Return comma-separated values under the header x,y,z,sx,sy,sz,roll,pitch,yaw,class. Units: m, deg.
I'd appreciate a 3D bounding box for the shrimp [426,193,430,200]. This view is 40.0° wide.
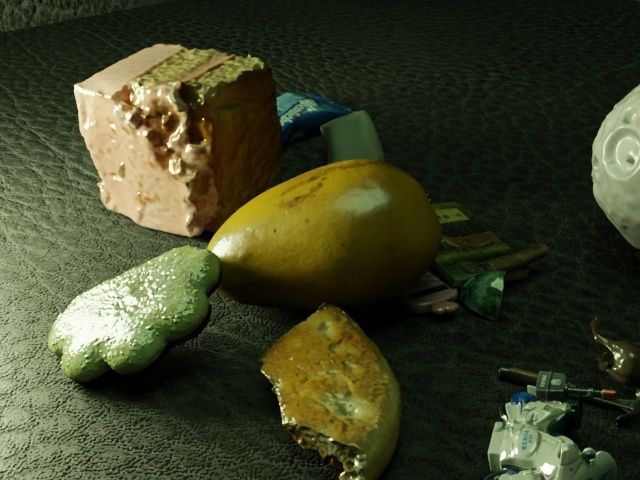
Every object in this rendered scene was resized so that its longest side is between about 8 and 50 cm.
x,y,z,sx,sy,sz,roll,pitch,yaw,class
0.132,-0.080,1.703,0.165,0.065,0.057,11,62,11,shrimp

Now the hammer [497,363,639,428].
x,y,z,sx,sy,sz,roll,pitch,yaw,class
0.340,0.206,1.199,0.201,0.021,0.078,13,31,24,hammer

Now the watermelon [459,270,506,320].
x,y,z,sx,sy,sz,roll,pitch,yaw,class
0.265,0.089,1.407,0.061,0.085,0.085,29,6,-40,watermelon

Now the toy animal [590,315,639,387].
x,y,z,sx,sy,sz,roll,pitch,yaw,class
0.482,0.173,1.182,0.214,0.094,0.186,0,16,-24,toy animal

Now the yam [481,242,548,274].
x,y,z,sx,sy,sz,roll,pitch,yaw,class
0.324,0.033,1.455,0.145,0.032,0.032,-16,31,-37,yam

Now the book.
x,y,z,sx,sy,sz,roll,pitch,yaw,class
0.235,0.003,1.530,0.160,0.024,0.228,-7,36,-26,book

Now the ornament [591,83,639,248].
x,y,z,sx,sy,sz,roll,pitch,yaw,class
0.621,-0.128,1.483,0.337,0.337,0.337,-1,28,1,ornament

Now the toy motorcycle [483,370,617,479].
x,y,z,sx,sy,sz,roll,pitch,yaw,class
0.278,0.246,1.052,0.150,0.102,0.221,-4,26,22,toy motorcycle

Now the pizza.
x,y,z,sx,sy,sz,roll,pitch,yaw,class
0.014,0.199,1.173,0.182,0.074,0.365,-5,29,-10,pizza

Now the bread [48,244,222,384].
x,y,z,sx,sy,sz,roll,pitch,yaw,class
-0.268,0.113,1.274,0.286,0.056,0.207,-29,36,1,bread

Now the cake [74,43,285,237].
x,y,z,sx,sy,sz,roll,pitch,yaw,class
-0.265,-0.200,1.684,0.306,0.314,0.293,17,35,28,cake

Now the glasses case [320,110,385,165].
x,y,z,sx,sy,sz,roll,pitch,yaw,class
0.070,-0.180,1.868,0.128,0.083,0.308,-7,28,2,glasses case

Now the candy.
x,y,z,sx,sy,sz,roll,pitch,yaw,class
-0.080,-0.293,2.095,0.187,0.077,0.331,28,40,31,candy

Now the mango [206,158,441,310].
x,y,z,sx,sy,sz,roll,pitch,yaw,class
0.000,0.000,1.396,0.378,0.221,0.264,-14,29,4,mango

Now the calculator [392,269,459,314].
x,y,z,sx,sy,sz,roll,pitch,yaw,class
0.164,0.083,1.435,0.103,0.024,0.166,-13,28,-22,calculator
